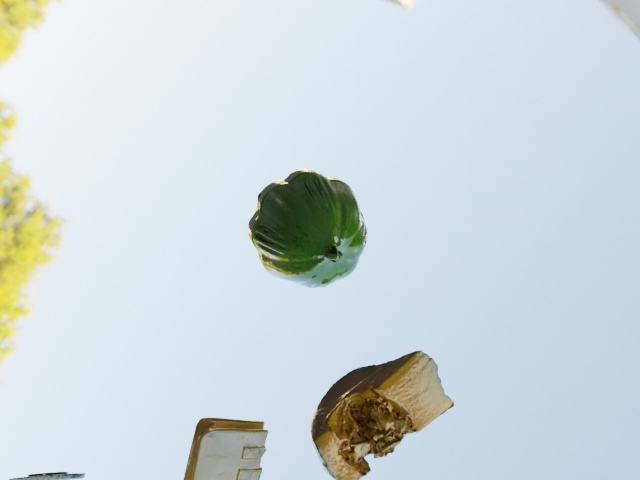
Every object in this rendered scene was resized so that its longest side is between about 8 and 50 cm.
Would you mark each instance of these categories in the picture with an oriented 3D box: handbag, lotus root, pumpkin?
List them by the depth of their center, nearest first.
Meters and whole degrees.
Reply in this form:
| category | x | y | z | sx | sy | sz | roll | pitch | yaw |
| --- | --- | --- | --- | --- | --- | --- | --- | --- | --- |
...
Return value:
| category | x | y | z | sx | sy | sz | roll | pitch | yaw |
| --- | --- | --- | --- | --- | --- | --- | --- | --- | --- |
| handbag | -0.077 | 0.185 | 0.915 | 0.027 | 0.061 | 0.083 | -129 | -130 | -63 |
| lotus root | 0.000 | 0.000 | 1.657 | 0.186 | 0.186 | 0.186 | -39 | -153 | 24 |
| pumpkin | 0.091 | 0.273 | 1.846 | 0.248 | 0.131 | 0.126 | -36 | -166 | 3 |

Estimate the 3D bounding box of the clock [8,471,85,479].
| category | x | y | z | sx | sy | sz | roll | pitch | yaw |
| --- | --- | --- | --- | --- | --- | --- | --- | --- | --- |
| clock | -0.304 | 0.263 | 1.255 | 0.074 | 0.083 | 0.010 | 95 | -8 | -79 |
